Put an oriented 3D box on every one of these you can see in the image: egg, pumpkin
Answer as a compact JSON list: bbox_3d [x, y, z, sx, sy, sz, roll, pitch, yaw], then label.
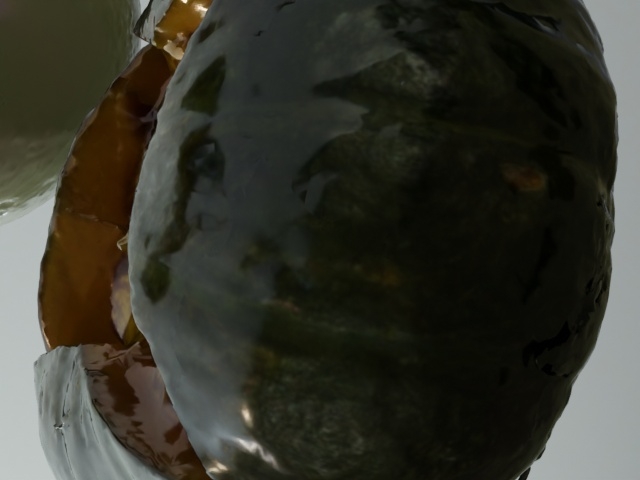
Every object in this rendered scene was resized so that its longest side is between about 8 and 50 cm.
[{"bbox_3d":[-0.228,-0.137,0.908,0.201,0.337,0.337,12,-69,-35],"label":"egg"},{"bbox_3d":[0.002,0.001,0.423,0.159,0.238,0.238,20,-75,-22],"label":"pumpkin"}]
